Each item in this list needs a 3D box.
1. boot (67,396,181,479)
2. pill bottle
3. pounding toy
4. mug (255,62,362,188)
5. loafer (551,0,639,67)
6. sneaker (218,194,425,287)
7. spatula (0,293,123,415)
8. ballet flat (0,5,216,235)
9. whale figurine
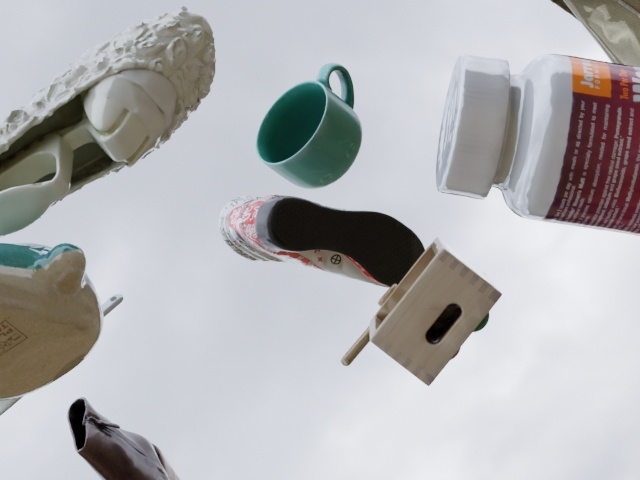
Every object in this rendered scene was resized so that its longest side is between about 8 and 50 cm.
[{"bbox_3d":[-0.247,0.333,1.790,0.090,0.248,0.207,-39,-58,8],"label":"boot"},{"bbox_3d":[0.200,-0.067,0.985,0.121,0.221,0.121,-171,90,-88],"label":"pill bottle"},{"bbox_3d":[0.113,0.096,1.553,0.181,0.094,0.206,-52,2,6],"label":"pounding toy"},{"bbox_3d":[0.002,-0.143,1.837,0.158,0.129,0.097,-43,-52,15],"label":"mug"},{"bbox_3d":[0.315,-0.183,1.300,0.268,0.102,0.092,28,-99,-20],"label":"loafer"},{"bbox_3d":[0.000,-0.001,1.770,0.270,0.145,0.090,16,-98,-37],"label":"sneaker"},{"bbox_3d":[-0.349,0.123,1.564,0.242,0.168,0.019,-44,-56,-29],"label":"spatula"},{"bbox_3d":[-0.270,-0.096,1.493,0.409,0.147,0.147,-34,-33,-5],"label":"ballet flat"},{"bbox_3d":[-0.339,0.053,1.397,0.216,0.141,0.272,-33,-32,5],"label":"whale figurine"}]
